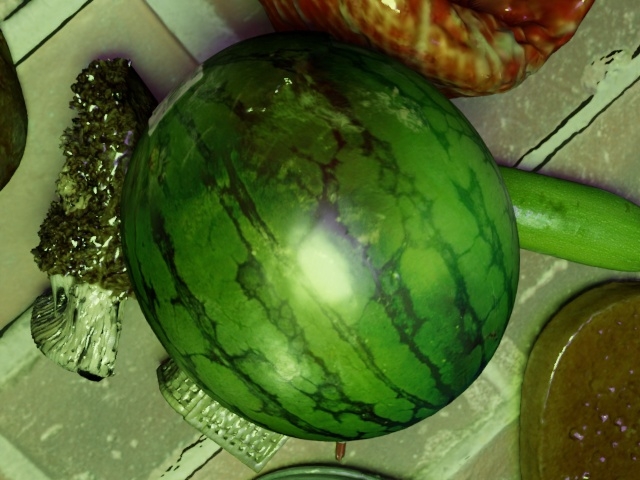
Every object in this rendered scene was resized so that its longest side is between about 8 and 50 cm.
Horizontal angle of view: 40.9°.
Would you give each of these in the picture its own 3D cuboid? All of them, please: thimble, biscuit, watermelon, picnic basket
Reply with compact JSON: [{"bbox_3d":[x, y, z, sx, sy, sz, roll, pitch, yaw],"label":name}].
[{"bbox_3d":[0.095,-0.310,0.826,0.350,0.230,0.350,-6,101,-34],"label":"thimble"},{"bbox_3d":[0.427,0.245,1.162,0.350,0.070,0.394,-2,104,-16],"label":"biscuit"},{"bbox_3d":[0.000,0.000,0.747,0.363,0.363,0.363,-3,103,-13],"label":"watermelon"},{"bbox_3d":[-0.073,0.128,0.980,0.154,0.134,0.196,41,91,-16],"label":"picnic basket"}]

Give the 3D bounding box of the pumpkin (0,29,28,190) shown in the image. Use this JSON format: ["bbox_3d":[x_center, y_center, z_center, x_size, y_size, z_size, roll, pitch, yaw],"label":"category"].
[{"bbox_3d":[-0.372,-0.126,0.826,0.148,0.169,0.312,-9,105,-9],"label":"pumpkin"}]

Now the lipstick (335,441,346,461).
[{"bbox_3d":[0.028,0.232,1.084,0.025,0.025,0.107,2,108,-13],"label":"lipstick"}]

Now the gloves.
[{"bbox_3d":[-0.214,-0.029,0.884,0.135,0.210,0.312,14,106,-1],"label":"gloves"}]

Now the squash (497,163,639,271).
[{"bbox_3d":[0.290,-0.027,1.051,0.378,0.101,0.101,15,98,-14],"label":"squash"}]

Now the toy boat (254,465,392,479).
[{"bbox_3d":[0.048,0.364,1.088,0.319,0.092,0.141,19,98,-10],"label":"toy boat"}]
